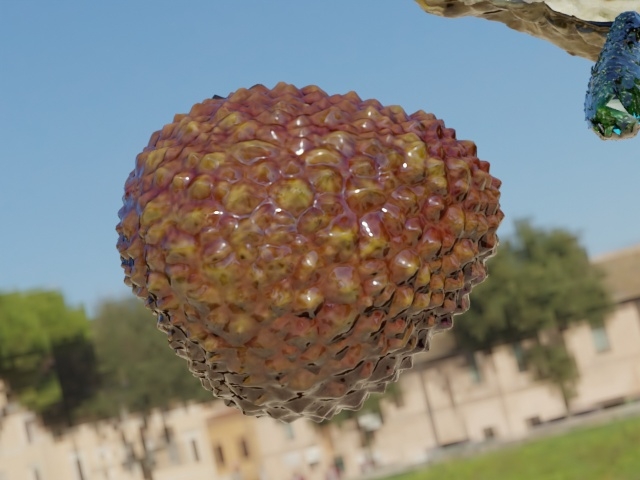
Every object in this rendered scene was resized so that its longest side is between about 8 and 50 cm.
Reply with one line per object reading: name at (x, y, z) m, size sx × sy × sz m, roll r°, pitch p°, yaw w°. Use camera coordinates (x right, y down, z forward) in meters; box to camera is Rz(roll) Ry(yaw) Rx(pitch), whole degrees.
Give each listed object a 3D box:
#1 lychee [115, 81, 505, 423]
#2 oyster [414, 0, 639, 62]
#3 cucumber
lychee at (0.000, 0.000, 1.393) m, size 0.271 × 0.271 × 0.271 m, roll -13°, pitch -7°, yaw -2°
oyster at (0.219, -0.201, 1.771) m, size 0.345 × 0.078 × 0.129 m, roll 18°, pitch 21°, yaw 23°
cucumber at (0.207, -0.111, 1.362) m, size 0.044 × 0.043 × 0.256 m, roll -33°, pitch 10°, yaw 20°
